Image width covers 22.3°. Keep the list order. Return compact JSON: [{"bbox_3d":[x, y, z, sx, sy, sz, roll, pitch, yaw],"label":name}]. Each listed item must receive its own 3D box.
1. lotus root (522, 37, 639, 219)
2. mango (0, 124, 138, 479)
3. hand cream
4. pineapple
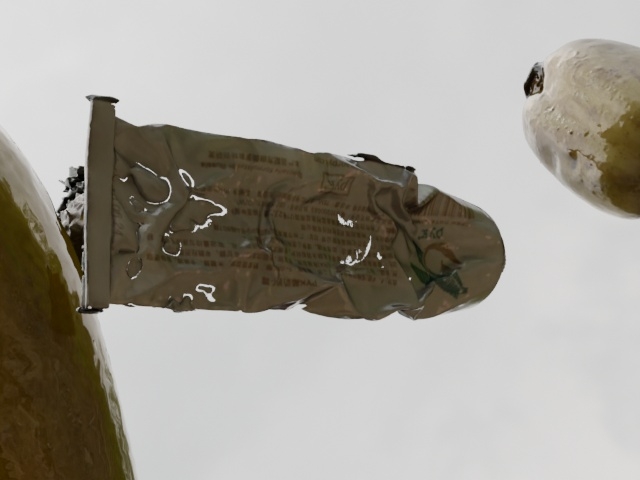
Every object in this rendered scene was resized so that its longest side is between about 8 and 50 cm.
[{"bbox_3d":[0.240,-0.079,1.233,0.118,0.221,0.125,-6,-59,-36],"label":"lotus root"},{"bbox_3d":[-0.237,0.091,1.046,0.220,0.445,0.301,-28,-3,-22],"label":"mango"},{"bbox_3d":[0.003,0.000,0.686,0.257,0.050,0.084,11,-104,-48],"label":"hand cream"},{"bbox_3d":[-0.167,-0.016,1.208,0.074,0.159,0.074,-5,-71,-15],"label":"pineapple"}]
